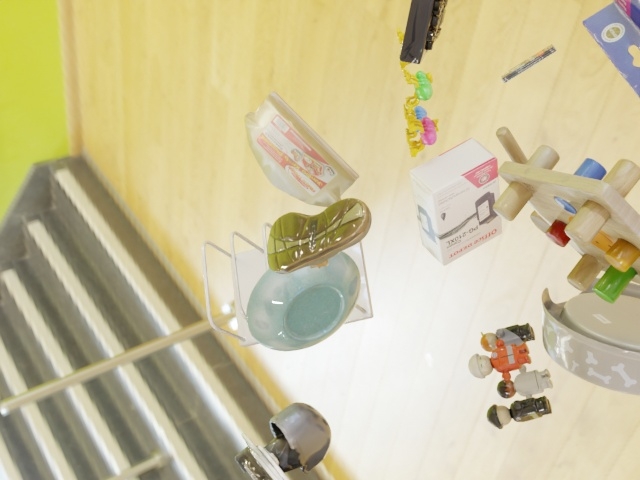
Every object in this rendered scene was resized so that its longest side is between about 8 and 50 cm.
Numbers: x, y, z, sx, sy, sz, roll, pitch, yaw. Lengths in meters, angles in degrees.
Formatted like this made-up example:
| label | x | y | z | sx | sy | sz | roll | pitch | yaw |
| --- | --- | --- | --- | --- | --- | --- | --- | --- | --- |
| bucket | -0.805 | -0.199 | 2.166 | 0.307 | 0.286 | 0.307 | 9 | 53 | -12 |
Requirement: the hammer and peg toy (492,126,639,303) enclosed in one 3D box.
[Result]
| label | x | y | z | sx | sy | sz | roll | pitch | yaw |
| --- | --- | --- | --- | --- | --- | --- | --- | --- | --- |
| hammer and peg toy | 0.372 | -0.027 | 1.303 | 0.266 | 0.127 | 0.361 | 40 | 176 | -23 |

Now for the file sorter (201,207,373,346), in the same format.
| label | x | y | z | sx | sy | sz | roll | pitch | yaw |
| --- | --- | --- | --- | --- | --- | --- | --- | --- | --- |
| file sorter | -0.069 | 0.067 | 1.685 | 0.173 | 0.278 | 0.192 | 38 | -140 | -62 |

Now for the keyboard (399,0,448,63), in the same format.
| label | x | y | z | sx | sy | sz | roll | pitch | yaw |
| --- | --- | --- | --- | --- | --- | --- | --- | --- | --- |
| keyboard | 0.129 | -0.332 | 0.894 | 0.033 | 0.201 | 0.317 | 19 | 123 | 15 |

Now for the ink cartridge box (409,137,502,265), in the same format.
| label | x | y | z | sx | sy | sz | roll | pitch | yaw |
| --- | --- | --- | --- | --- | --- | --- | --- | --- | --- |
| ink cartridge box | 0.307 | -0.083 | 1.982 | 0.100 | 0.172 | 0.237 | 50 | 164 | 43 |

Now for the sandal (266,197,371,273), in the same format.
| label | x | y | z | sx | sy | sz | roll | pitch | yaw |
| --- | --- | --- | --- | --- | --- | --- | --- | --- | --- |
| sandal | 0.000 | 0.000 | 0.980 | 0.180 | 0.049 | 0.072 | -17 | 58 | 47 |

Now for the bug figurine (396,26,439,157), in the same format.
| label | x | y | z | sx | sy | sz | roll | pitch | yaw |
| --- | --- | --- | --- | --- | --- | --- | --- | --- | --- |
| bug figurine | 0.215 | -0.313 | 1.919 | 0.216 | 0.072 | 0.279 | -92 | -6 | -49 |

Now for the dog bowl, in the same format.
| label | x | y | z | sx | sy | sz | roll | pitch | yaw |
| --- | --- | --- | --- | --- | --- | --- | --- | --- | --- |
| dog bowl | 0.601 | 0.188 | 1.748 | 0.349 | 0.349 | 0.102 | 30 | 121 | 48 |

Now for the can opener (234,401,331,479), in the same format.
| label | x | y | z | sx | sy | sz | roll | pitch | yaw |
| --- | --- | --- | --- | --- | --- | --- | --- | --- | --- |
| can opener | 0.001 | 0.250 | 0.834 | 0.076 | 0.095 | 0.283 | 39 | 162 | 39 |

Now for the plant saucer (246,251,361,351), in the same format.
| label | x | y | z | sx | sy | sz | roll | pitch | yaw |
| --- | --- | --- | --- | --- | --- | --- | --- | --- | --- |
| plant saucer | -0.016 | 0.100 | 1.347 | 0.037 | 0.195 | 0.194 | 49 | 146 | 48 |

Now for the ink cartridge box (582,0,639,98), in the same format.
| label | x | y | z | sx | sy | sz | roll | pitch | yaw |
| --- | --- | --- | --- | --- | --- | --- | --- | --- | --- |
| ink cartridge box | 0.668 | -0.400 | 1.555 | 0.071 | 0.330 | 0.324 | 43 | -160 | -49 |

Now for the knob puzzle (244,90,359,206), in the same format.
| label | x | y | z | sx | sy | sz | roll | pitch | yaw |
| --- | --- | --- | --- | --- | --- | --- | --- | --- | --- |
| knob puzzle | -0.035 | -0.125 | 1.316 | 0.213 | 0.030 | 0.213 | 32 | 152 | 19 |

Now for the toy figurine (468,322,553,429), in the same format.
| label | x | y | z | sx | sy | sz | roll | pitch | yaw |
| --- | --- | --- | --- | --- | --- | --- | --- | --- | --- |
| toy figurine | 0.447 | 0.316 | 2.091 | 0.148 | 0.209 | 0.213 | -20 | 103 | 21 |

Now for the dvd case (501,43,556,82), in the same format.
| label | x | y | z | sx | sy | sz | roll | pitch | yaw |
| --- | --- | --- | --- | --- | --- | --- | --- | --- | --- |
| dvd case | 0.422 | -0.359 | 1.800 | 0.119 | 0.087 | 0.013 | -30 | 97 | 16 |
